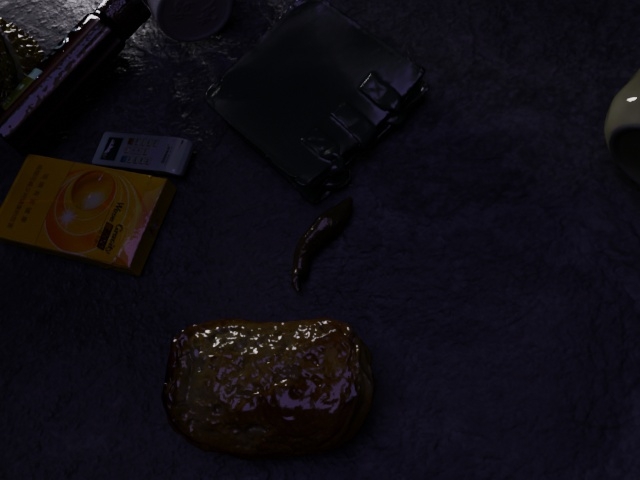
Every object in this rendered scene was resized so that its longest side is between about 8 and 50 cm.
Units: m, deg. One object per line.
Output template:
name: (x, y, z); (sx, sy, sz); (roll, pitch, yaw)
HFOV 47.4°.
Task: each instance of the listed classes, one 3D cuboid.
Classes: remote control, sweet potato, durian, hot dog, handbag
remote control: (-0.278, -0.133, 1.141); (0.166, 0.029, 0.065); (8, 70, 24)
sweet potato: (-0.005, -0.001, 0.999); (0.041, 0.038, 0.153); (22, 74, 47)
durian: (-0.607, -0.323, 1.259); (0.237, 0.138, 0.194); (5, 68, 19)
hot dog: (-0.055, 0.177, 0.893); (0.258, 0.114, 0.175); (-2, 61, 13)
handbag: (-0.006, -0.213, 1.072); (0.247, 0.079, 0.260); (-44, 63, -6)

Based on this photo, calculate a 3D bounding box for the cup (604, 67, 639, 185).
cup: (0.482, -0.134, 0.876); (0.202, 0.255, 0.173); (-49, 21, -10)

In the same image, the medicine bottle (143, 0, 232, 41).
medicine bottle: (-0.245, -0.462, 1.212); (0.151, 0.152, 0.255); (-26, 63, 4)

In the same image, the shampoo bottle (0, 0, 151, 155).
shampoo bottle: (-0.415, -0.285, 1.208); (0.323, 0.084, 0.129); (-50, 29, -9)

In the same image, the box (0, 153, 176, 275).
box: (-0.368, -0.044, 1.118); (0.269, 0.043, 0.153); (10, 70, 21)
